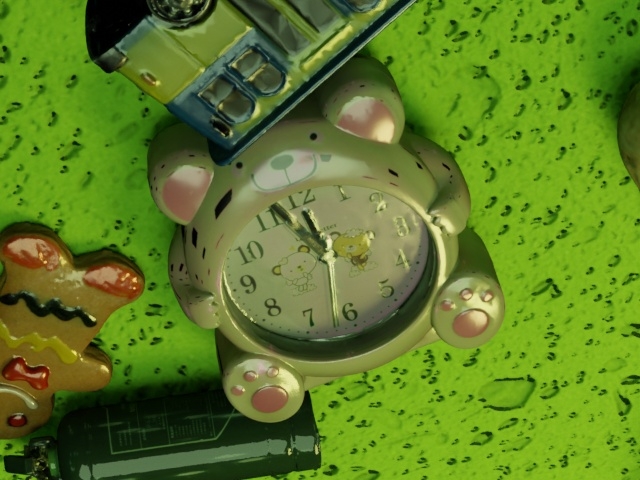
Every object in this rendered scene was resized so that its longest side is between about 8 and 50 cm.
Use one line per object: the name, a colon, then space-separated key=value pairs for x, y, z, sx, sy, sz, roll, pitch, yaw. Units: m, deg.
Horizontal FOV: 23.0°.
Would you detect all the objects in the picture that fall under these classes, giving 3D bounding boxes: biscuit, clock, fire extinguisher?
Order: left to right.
biscuit: x=-0.271 y=0.101 z=1.499 sx=0.165 sy=0.036 sz=0.250 roll=20 pitch=120 yaw=-22
fire extinguisher: x=-0.161 y=0.203 z=1.560 sx=0.311 sy=0.114 sz=0.095 roll=-8 pitch=92 yaw=-8
clock: x=0.000 y=0.000 z=1.429 sx=0.284 sy=0.114 sz=0.309 roll=-20 pitch=126 yaw=6

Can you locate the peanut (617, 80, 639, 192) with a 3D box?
peanut: x=0.364 y=-0.059 z=1.448 sx=0.137 sy=0.122 sz=0.253 roll=-33 pitch=128 yaw=2

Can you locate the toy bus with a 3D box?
toy bus: x=-0.036 y=-0.217 z=1.247 sx=0.288 sy=0.138 sz=0.175 roll=-40 pitch=122 yaw=18
